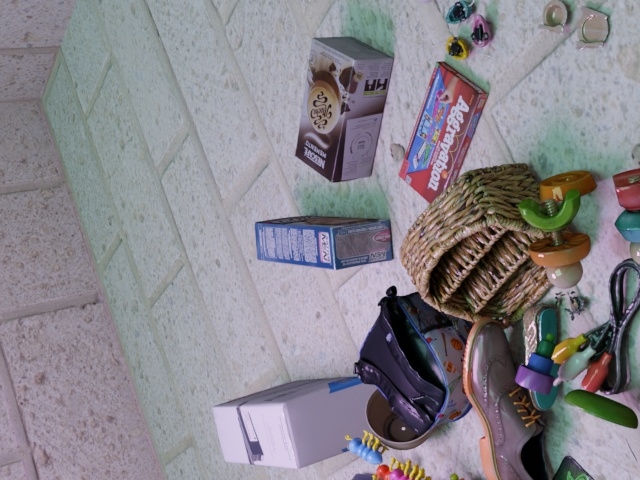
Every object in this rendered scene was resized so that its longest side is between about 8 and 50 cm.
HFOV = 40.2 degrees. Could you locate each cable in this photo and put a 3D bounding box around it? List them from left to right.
[{"bbox_3d":[0.506,0.170,1.540,0.139,0.072,0.287,47,135,31],"label":"cable"}]

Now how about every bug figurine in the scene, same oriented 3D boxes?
[{"bbox_3d":[0.173,0.534,1.994,0.216,0.072,0.279,24,162,37],"label":"bug figurine"}]

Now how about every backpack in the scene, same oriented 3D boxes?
[{"bbox_3d":[0.222,0.266,1.863,0.276,0.213,0.263,107,146,-43],"label":"backpack"}]

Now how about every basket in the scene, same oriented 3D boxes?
[{"bbox_3d":[0.306,0.030,1.668,0.223,0.214,0.299,63,143,25],"label":"basket"}]

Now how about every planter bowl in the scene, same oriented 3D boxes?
[{"bbox_3d":[0.190,0.416,2.018,0.162,0.162,0.109,50,164,36],"label":"planter bowl"}]

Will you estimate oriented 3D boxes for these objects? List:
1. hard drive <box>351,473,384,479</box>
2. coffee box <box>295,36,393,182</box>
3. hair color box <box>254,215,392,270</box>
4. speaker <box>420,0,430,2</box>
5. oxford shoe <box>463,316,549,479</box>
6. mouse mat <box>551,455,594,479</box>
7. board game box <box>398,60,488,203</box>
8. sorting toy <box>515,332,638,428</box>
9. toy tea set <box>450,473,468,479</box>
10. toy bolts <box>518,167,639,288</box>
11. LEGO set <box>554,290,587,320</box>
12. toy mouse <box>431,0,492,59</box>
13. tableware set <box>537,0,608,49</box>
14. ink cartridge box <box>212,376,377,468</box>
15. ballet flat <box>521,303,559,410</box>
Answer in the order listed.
[{"bbox_3d":[0.129,0.668,2.158,0.054,0.172,0.255,51,152,-20],"label":"hard drive"},{"bbox_3d":[0.050,-0.305,2.036,0.168,0.119,0.297,38,128,44],"label":"coffee box"},{"bbox_3d":[0.000,0.000,2.145,0.347,0.174,0.105,6,102,55],"label":"hair color box"},{"bbox_3d":[0.242,-0.533,1.749,0.136,0.055,0.055,-31,73,54],"label":"speaker"},{"bbox_3d":[0.381,0.323,1.728,0.133,0.130,0.363,2,112,51],"label":"oxford shoe"},{"bbox_3d":[0.499,0.533,1.709,0.152,0.007,0.189,47,134,39],"label":"mouse mat"},{"bbox_3d":[0.254,-0.218,1.845,0.145,0.027,0.281,46,134,37],"label":"board game box"},{"bbox_3d":[0.517,0.251,1.485,0.366,0.127,0.126,21,92,33],"label":"sorting toy"},{"bbox_3d":[0.361,0.654,1.858,0.336,0.124,0.200,60,180,-3],"label":"toy tea set"},{"bbox_3d":[0.475,-0.025,1.488,0.229,0.218,0.158,-11,105,24],"label":"toy bolts"},{"bbox_3d":[0.470,0.117,1.629,0.083,0.023,0.054,-132,46,-57],"label":"LEGO set"},{"bbox_3d":[0.296,-0.424,1.721,0.161,0.031,0.143,43,132,41],"label":"toy mouse"},{"bbox_3d":[0.447,-0.418,1.511,0.141,0.020,0.168,35,127,46],"label":"tableware set"},{"bbox_3d":[-0.060,0.465,2.260,0.395,0.285,0.166,-17,85,57],"label":"ink cartridge box"},{"bbox_3d":[0.422,0.222,1.690,0.067,0.073,0.206,-169,80,-65],"label":"ballet flat"}]
